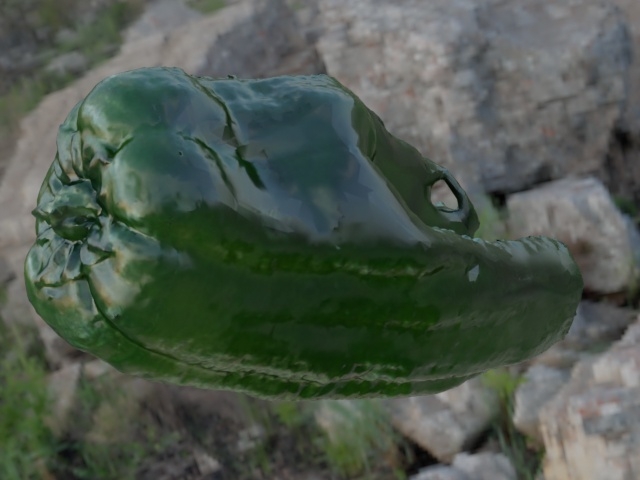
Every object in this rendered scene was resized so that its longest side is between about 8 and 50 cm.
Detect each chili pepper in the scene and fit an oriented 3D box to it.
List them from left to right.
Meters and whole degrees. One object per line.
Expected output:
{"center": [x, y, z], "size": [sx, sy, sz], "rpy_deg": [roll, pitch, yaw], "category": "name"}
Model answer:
{"center": [0.006, -0.007, 0.931], "size": [0.385, 0.213, 0.167], "rpy_deg": [6, -18, -37], "category": "chili pepper"}
